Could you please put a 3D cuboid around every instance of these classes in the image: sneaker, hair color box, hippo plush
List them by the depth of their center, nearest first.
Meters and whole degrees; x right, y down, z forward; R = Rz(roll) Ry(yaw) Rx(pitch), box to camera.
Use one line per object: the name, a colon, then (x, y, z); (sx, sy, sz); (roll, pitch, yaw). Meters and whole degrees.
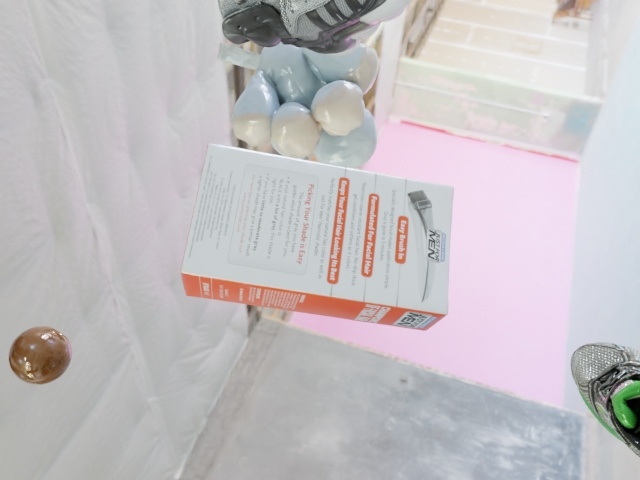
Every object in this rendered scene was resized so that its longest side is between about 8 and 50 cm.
hair color box: (0.000, 0.000, 0.408); (0.053, 0.167, 0.093); (110, 169, -67)
sneaker: (-0.013, -0.235, 0.543); (0.268, 0.153, 0.101); (167, 98, -74)
sneaker: (0.435, 0.211, 0.813); (0.134, 0.146, 0.343); (-48, 13, 5)
hippo plush: (-0.029, -0.204, 1.039); (0.234, 0.294, 0.236); (-53, -29, -15)

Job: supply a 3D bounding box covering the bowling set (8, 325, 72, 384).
bowling set: (-0.348, 0.113, 0.557); (0.200, 0.154, 0.287); (-1, -71, -40)
